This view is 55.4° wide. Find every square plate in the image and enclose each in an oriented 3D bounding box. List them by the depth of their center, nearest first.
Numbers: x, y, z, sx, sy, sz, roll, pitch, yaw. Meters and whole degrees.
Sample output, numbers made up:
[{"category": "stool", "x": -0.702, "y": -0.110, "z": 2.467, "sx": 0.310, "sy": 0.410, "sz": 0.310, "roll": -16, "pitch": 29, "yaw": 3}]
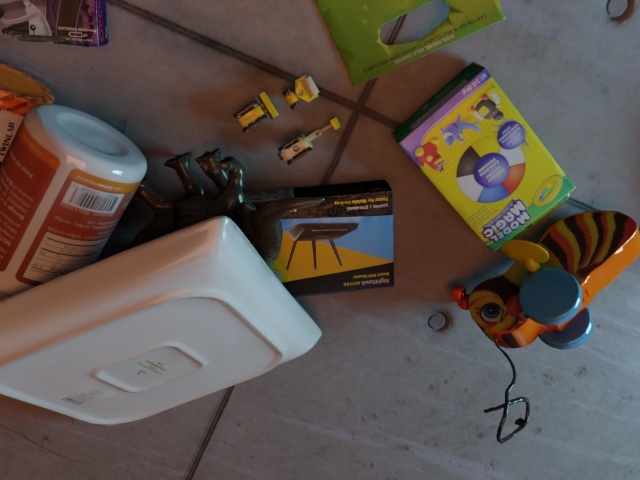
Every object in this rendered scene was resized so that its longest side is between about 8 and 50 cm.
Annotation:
[{"category": "square plate", "x": -0.193, "y": 0.127, "z": 0.693, "sx": 0.344, "sy": 0.049, "sz": 0.347, "roll": -22, "pitch": 149, "yaw": 5}]

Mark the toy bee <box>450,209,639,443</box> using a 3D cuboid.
[{"category": "toy bee", "x": 0.250, "y": 0.068, "z": 0.762, "sx": 0.298, "sy": 0.162, "sz": 0.195, "roll": -36, "pitch": 132, "yaw": -22}]

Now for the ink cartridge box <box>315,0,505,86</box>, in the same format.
[{"category": "ink cartridge box", "x": 0.055, "y": -0.288, "z": 0.588, "sx": 0.188, "sy": 0.097, "sz": 0.255, "roll": -20, "pitch": 114, "yaw": 21}]

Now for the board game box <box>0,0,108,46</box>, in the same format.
[{"category": "board game box", "x": -0.393, "y": -0.309, "z": 0.593, "sx": 0.346, "sy": 0.056, "sz": 0.208, "roll": 2, "pitch": 109, "yaw": -6}]

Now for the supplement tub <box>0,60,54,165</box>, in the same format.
[{"category": "supplement tub", "x": -0.367, "y": -0.090, "z": 0.650, "sx": 0.117, "sy": 0.117, "sz": 0.190, "roll": 29, "pitch": 109, "yaw": -16}]

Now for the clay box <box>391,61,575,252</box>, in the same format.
[{"category": "clay box", "x": 0.205, "y": -0.086, "z": 0.734, "sx": 0.127, "sy": 0.053, "sz": 0.222, "roll": -41, "pitch": 110, "yaw": 13}]

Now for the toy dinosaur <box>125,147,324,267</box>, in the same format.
[{"category": "toy dinosaur", "x": -0.117, "y": -0.014, "z": 0.685, "sx": 0.313, "sy": 0.121, "sz": 0.160, "roll": -10, "pitch": 115, "yaw": 24}]

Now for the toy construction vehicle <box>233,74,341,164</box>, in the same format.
[{"category": "toy construction vehicle", "x": -0.037, "y": -0.139, "z": 0.706, "sx": 0.098, "sy": 0.035, "sz": 0.086, "roll": -34, "pitch": 101, "yaw": 7}]

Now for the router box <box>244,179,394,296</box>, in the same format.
[{"category": "router box", "x": 0.000, "y": 0.000, "z": 0.757, "sx": 0.178, "sy": 0.046, "sz": 0.133, "roll": -5, "pitch": 113, "yaw": -2}]

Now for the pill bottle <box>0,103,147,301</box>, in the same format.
[{"category": "pill bottle", "x": -0.278, "y": -0.018, "z": 0.617, "sx": 0.121, "sy": 0.121, "sz": 0.216, "roll": 31, "pitch": 107, "yaw": -16}]
